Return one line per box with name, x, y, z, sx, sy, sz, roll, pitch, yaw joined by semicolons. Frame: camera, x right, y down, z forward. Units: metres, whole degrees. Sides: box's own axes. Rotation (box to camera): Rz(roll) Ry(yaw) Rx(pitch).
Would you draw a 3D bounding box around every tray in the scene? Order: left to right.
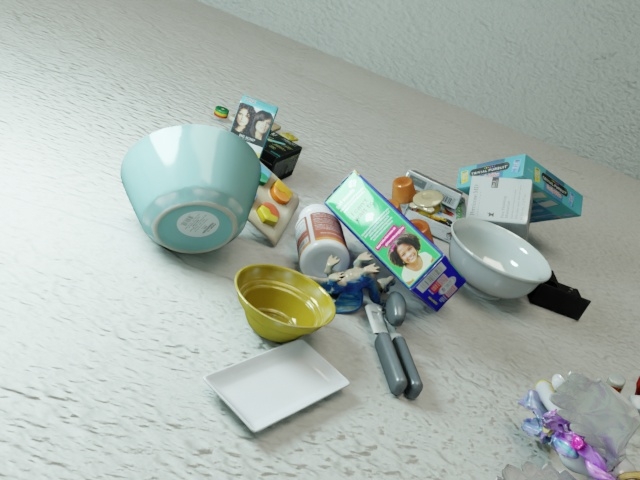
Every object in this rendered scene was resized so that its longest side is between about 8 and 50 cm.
tray;-0.077;0.267;1.337;0.145;0.030;0.270;38;31;28

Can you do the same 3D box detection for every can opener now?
can opener;0.157;0.216;1.556;0.074;0.093;0.280;14;33;-18

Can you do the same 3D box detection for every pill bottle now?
pill bottle;0.000;0.000;1.779;0.121;0.121;0.216;15;28;-15

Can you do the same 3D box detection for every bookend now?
bookend;0.681;0.139;2.109;0.157;0.072;0.156;21;27;-6

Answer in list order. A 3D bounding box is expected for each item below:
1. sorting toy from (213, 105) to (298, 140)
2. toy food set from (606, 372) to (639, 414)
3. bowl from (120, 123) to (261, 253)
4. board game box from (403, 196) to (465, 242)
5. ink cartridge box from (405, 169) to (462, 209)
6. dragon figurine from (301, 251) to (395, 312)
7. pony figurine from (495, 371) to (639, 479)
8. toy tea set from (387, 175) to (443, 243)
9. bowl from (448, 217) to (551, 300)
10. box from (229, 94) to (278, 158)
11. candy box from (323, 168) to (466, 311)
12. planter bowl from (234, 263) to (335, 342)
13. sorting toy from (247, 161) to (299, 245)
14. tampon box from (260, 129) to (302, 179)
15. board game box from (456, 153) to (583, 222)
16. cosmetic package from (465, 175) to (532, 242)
sorting toy;-0.209;-0.365;2.357;0.274;0.046;0.132;29;27;11
toy food set;0.766;0.392;1.731;0.232;0.104;0.111;5;41;4
bowl;-0.278;-0.086;1.580;0.311;0.311;0.163;10;50;-24
board game box;0.367;-0.098;2.316;0.193;0.053;0.305;23;27;-1
ink cartridge box;0.368;-0.168;2.350;0.189;0.066;0.232;27;6;8
dragon figurine;0.055;0.111;1.660;0.289;0.144;0.085;-10;40;-18
pony figurine;0.491;0.397;1.333;0.351;0.303;0.363;29;11;-7
toy tea set;0.250;-0.050;2.062;0.200;0.124;0.336;6;39;23
bowl;0.470;0.073;1.998;0.298;0.134;0.298;19;27;-10
box;-0.202;-0.258;1.953;0.100;0.244;0.060;20;27;-6
candy box;0.184;0.005;1.766;0.317;0.122;0.268;45;3;26
planter bowl;-0.085;0.145;1.484;0.217;0.090;0.217;19;25;-9
sorting toy;-0.146;-0.115;1.819;0.208;0.038;0.193;46;40;-18
tampon box;-0.152;-0.243;2.121;0.120;0.101;0.161;31;27;14
board game box;0.650;-0.159;2.357;0.336;0.079;0.254;26;-22;-36
cosmetic package;0.552;-0.096;2.231;0.183;0.151;0.151;6;-21;19
